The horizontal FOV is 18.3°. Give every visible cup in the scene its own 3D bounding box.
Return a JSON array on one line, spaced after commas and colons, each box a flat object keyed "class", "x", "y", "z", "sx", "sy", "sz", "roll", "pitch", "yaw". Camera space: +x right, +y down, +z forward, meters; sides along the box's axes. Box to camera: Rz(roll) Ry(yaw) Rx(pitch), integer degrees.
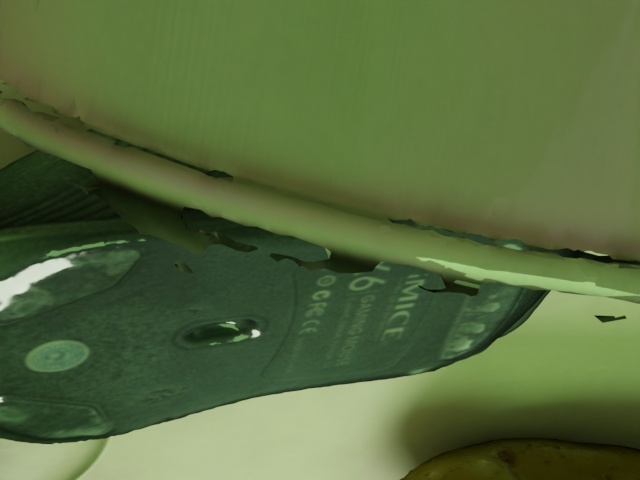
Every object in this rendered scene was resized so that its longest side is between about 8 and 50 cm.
[{"class": "cup", "x": 0.050, "y": -0.147, "z": 0.437, "sx": 0.253, "sy": 0.253, "sz": 0.274, "roll": 3, "pitch": 110, "yaw": -20}]

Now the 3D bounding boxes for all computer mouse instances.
[{"class": "computer mouse", "x": 0.000, "y": 0.000, "z": 0.816, "sx": 0.379, "sy": 0.090, "sz": 0.167, "roll": -4, "pitch": 150, "yaw": -18}]

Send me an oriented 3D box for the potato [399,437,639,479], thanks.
[{"class": "potato", "x": 0.180, "y": 0.202, "z": 1.077, "sx": 0.369, "sy": 0.176, "sz": 0.195, "roll": 19, "pitch": 161, "yaw": -29}]
